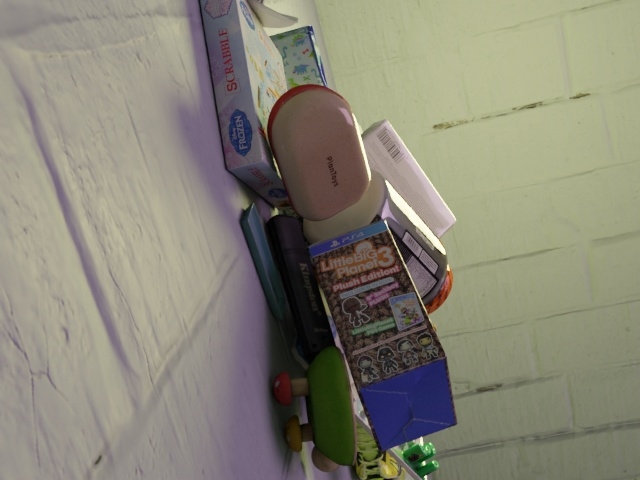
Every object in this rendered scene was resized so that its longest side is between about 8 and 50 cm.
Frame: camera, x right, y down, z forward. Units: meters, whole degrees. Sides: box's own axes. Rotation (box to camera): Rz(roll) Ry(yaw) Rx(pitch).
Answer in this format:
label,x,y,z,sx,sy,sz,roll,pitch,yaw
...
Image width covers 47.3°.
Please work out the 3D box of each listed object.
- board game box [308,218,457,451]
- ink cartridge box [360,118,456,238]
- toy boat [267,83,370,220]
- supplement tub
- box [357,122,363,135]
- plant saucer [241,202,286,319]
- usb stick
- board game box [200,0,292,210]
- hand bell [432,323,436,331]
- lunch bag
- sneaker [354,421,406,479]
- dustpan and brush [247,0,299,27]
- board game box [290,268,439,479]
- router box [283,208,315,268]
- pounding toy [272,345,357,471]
label,x,y,z,sx,sy,sz,roll,pitch,yaw
board game box,0.104,0.158,1.225,0.232,0.141,0.291,71,-1,-48
ink cartridge box,0.132,-0.075,1.631,0.296,0.261,0.066,53,-22,-16
toy boat,-0.017,-0.157,1.229,0.151,0.151,0.231,46,-20,47
supplement tub,0.125,0.018,1.450,0.316,0.193,0.194,44,30,-40
box,0.048,-0.098,1.781,0.215,0.168,0.345,19,60,-79
plant saucer,-0.093,0.036,1.205,0.067,0.018,0.192,-84,161,-63
usb stick,-0.034,0.081,1.285,0.077,0.045,0.278,15,53,-53
board game box,-0.112,-0.241,1.301,0.318,0.066,0.318,42,37,-75
hand bell,0.173,0.246,1.853,0.126,0.242,0.126,-13,90,-82
lunch bag,-0.060,-0.383,1.619,0.096,0.128,0.151,-85,160,-60
sneaker,0.127,0.447,1.629,0.147,0.145,0.385,-84,157,-49
dustpan and brush,-0.132,-0.437,1.350,0.211,0.147,0.060,8,-102,65
board game box,0.100,0.240,1.504,0.390,0.050,0.390,48,19,-17
router box,0.000,0.000,1.515,0.179,0.046,0.133,32,37,-50
pounding toy,-0.017,0.270,1.151,0.237,0.110,0.183,102,-20,-65
